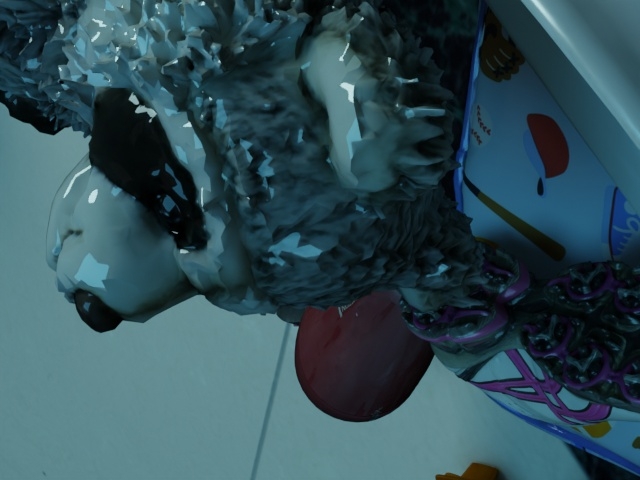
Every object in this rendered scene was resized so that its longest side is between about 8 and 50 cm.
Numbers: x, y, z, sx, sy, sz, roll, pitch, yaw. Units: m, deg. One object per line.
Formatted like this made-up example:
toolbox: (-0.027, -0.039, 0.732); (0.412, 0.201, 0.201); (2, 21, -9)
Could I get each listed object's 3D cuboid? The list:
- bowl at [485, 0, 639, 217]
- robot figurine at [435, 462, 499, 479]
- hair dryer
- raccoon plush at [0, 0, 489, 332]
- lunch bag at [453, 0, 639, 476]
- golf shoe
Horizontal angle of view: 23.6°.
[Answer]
bowl: (0.169, -0.041, 0.516); (0.134, 0.298, 0.298); (-37, 81, 8)
robot figurine: (0.154, 0.295, 0.991); (0.211, 0.085, 0.291); (3, 114, 48)
hair dryer: (0.000, 0.000, 0.912); (0.293, 0.080, 0.223); (-144, 37, -62)
raccoon plush: (-0.018, -0.180, 0.620); (0.299, 0.216, 0.446); (22, 91, 24)
lunch bag: (0.188, -0.011, 0.745); (0.243, 0.115, 0.303); (22, 127, 35)
golf shoe: (0.122, 0.052, 0.709); (0.086, 0.067, 0.186); (48, 162, -32)
